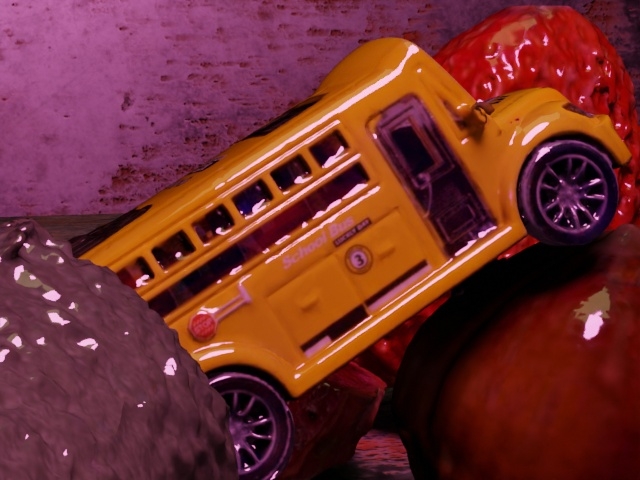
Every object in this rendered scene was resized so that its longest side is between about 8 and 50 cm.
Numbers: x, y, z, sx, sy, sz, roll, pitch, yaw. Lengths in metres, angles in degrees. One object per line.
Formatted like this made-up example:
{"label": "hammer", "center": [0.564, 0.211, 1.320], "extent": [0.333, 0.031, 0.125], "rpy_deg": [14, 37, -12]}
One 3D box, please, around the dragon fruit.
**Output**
{"label": "dragon fruit", "center": [-0.051, 0.118, 1.113], "extent": [0.262, 0.134, 0.211], "rpy_deg": [26, 10, 37]}

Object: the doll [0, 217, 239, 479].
{"label": "doll", "center": [-0.160, 0.116, 0.476], "extent": [0.247, 0.247, 0.349], "rpy_deg": [4, 25, 26]}

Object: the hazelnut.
{"label": "hazelnut", "center": [0.150, 0.096, 0.893], "extent": [0.229, 0.229, 0.229], "rpy_deg": [0, 7, 0]}

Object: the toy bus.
{"label": "toy bus", "center": [0.000, 0.000, 0.831], "extent": [0.331, 0.151, 0.145], "rpy_deg": [-35, 9, -18]}

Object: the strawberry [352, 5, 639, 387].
{"label": "strawberry", "center": [0.130, -0.018, 1.273], "extent": [0.292, 0.310, 0.292], "rpy_deg": [2, -7, 0]}
